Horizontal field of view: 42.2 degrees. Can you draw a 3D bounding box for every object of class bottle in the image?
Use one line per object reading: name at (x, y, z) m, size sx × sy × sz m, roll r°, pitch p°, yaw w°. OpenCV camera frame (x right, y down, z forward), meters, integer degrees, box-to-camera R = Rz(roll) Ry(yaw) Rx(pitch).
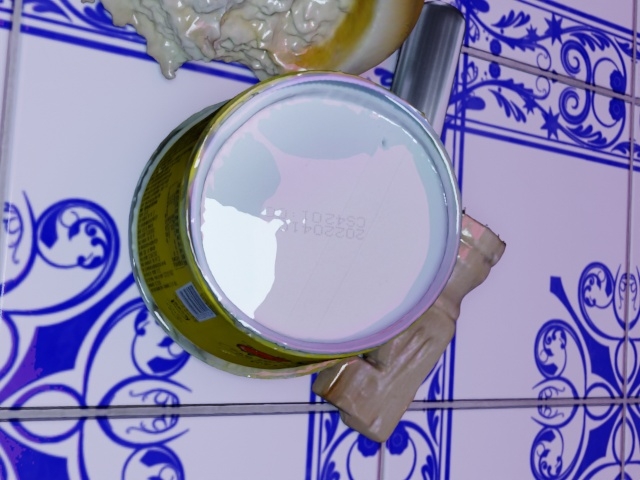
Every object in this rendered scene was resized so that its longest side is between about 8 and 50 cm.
bottle at (0.135, -0.183, 1.079) m, size 0.096 × 0.079 × 0.254 m, roll 14°, pitch 77°, yaw 5°

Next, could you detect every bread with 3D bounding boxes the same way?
bread at (-0.087, -0.341, 0.881) m, size 0.423 × 0.329 × 0.245 m, roll 29°, pitch 32°, yaw -29°

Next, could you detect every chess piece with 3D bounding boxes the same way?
chess piece at (0.107, 0.102, 1.045) m, size 0.137 × 0.137 × 0.301 m, roll 33°, pitch 82°, yaw -28°

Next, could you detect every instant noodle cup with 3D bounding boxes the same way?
instant noodle cup at (-0.023, -0.016, 0.814) m, size 0.325 × 0.254 × 0.326 m, roll 1°, pitch 85°, yaw -13°
